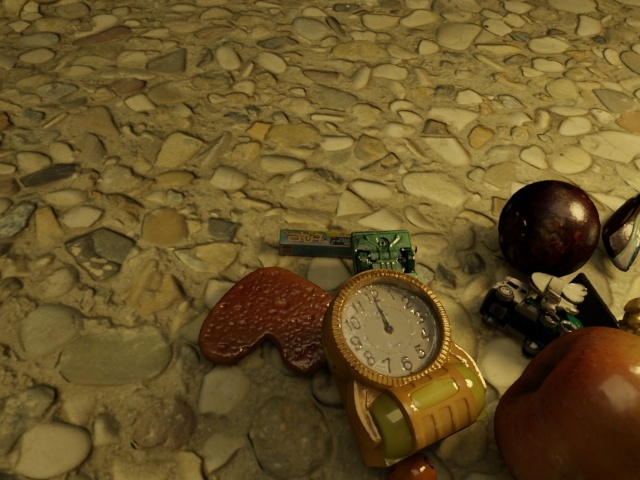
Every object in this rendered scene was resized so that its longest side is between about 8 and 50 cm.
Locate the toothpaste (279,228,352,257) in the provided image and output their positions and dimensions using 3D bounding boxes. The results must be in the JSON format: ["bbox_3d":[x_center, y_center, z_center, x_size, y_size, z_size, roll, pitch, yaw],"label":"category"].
[{"bbox_3d":[0.000,0.000,1.435,0.193,0.044,0.070,3,48,-4],"label":"toothpaste"}]

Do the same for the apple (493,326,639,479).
[{"bbox_3d":[0.476,0.321,1.013,0.305,0.338,0.338,45,56,7],"label":"apple"}]

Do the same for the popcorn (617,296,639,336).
[{"bbox_3d":[0.712,0.191,1.276,0.194,0.140,0.163,-28,63,-15],"label":"popcorn"}]

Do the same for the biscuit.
[{"bbox_3d":[-0.088,0.185,1.252,0.277,0.052,0.262,26,54,16],"label":"biscuit"}]

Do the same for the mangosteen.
[{"bbox_3d":[0.550,-0.026,1.411,0.289,0.231,0.231,-2,44,-35],"label":"mangosteen"}]

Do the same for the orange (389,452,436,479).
[{"bbox_3d":[0.160,0.408,1.051,0.083,0.083,0.084,3,47,-3],"label":"orange"}]

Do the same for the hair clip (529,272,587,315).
[{"bbox_3d":[0.494,0.104,1.273,0.116,0.049,0.172,35,26,17],"label":"hair clip"}]

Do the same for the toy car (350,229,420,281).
[{"bbox_3d":[0.149,0.127,1.286,0.141,0.097,0.321,-2,63,-8],"label":"toy car"}]

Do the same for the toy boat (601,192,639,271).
[{"bbox_3d":[0.776,-0.016,1.497,0.262,0.114,0.115,-40,93,-35],"label":"toy boat"}]

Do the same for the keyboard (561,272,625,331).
[{"bbox_3d":[0.594,0.212,1.272,0.018,0.101,0.310,12,40,-30],"label":"keyboard"}]

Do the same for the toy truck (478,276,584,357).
[{"bbox_3d":[0.457,0.167,1.293,0.216,0.110,0.116,34,40,24],"label":"toy truck"}]

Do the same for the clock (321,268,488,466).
[{"bbox_3d":[0.127,0.215,1.093,0.244,0.200,0.317,-18,70,-24],"label":"clock"}]
